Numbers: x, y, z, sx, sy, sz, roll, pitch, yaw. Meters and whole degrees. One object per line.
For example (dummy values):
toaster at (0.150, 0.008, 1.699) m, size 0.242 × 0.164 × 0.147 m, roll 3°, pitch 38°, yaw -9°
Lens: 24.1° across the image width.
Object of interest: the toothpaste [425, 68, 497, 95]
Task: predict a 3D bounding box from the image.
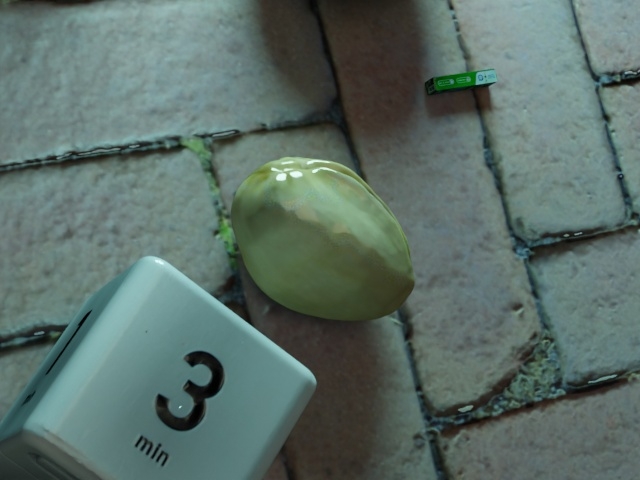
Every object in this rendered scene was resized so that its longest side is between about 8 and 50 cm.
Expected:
toothpaste at (0.156, -0.175, 1.652) m, size 0.083 × 0.020 × 0.017 m, roll -11°, pitch 82°, yaw -28°

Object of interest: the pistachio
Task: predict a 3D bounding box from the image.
pistachio at (0.000, 0.000, 1.479) m, size 0.200 × 0.117 × 0.145 m, roll 38°, pitch 101°, yaw -20°

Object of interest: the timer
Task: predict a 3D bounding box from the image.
timer at (-0.152, 0.158, 1.307) m, size 0.192 × 0.194 × 0.195 m, roll 38°, pitch 63°, yaw -11°
